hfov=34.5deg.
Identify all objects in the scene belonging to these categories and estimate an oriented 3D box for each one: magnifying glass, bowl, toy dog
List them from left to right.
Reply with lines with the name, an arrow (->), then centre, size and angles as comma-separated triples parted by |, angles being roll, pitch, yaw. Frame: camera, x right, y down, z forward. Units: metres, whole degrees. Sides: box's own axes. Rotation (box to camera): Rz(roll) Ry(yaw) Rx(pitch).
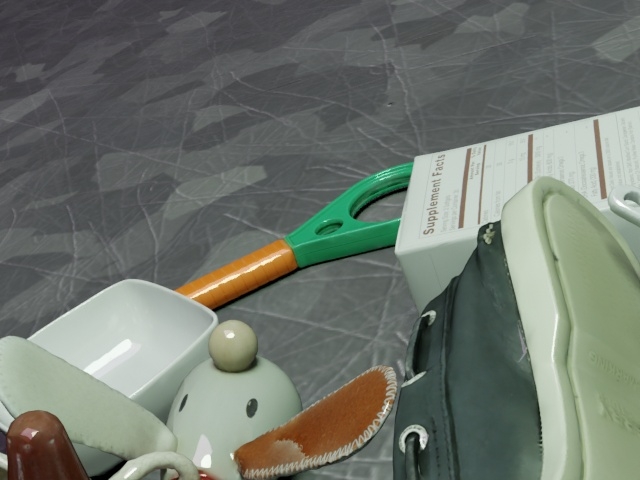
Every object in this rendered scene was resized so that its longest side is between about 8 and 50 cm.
bowl -> -0.137, 0.092, 0.662 | 0.142, 0.053, 0.142 | -36, 30, -27
toy dog -> -0.073, 0.096, 0.413 | 0.220, 0.161, 0.334 | -2, 17, -13
magnifying glass -> 0.000, 0.000, 0.768 | 0.231, 0.026, 0.092 | -24, 27, -9

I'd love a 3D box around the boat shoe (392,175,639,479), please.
boat shoe -> 0.074, 0.120, 0.389 | 0.113, 0.127, 0.340 | -38, 33, 34

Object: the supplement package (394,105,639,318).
supplement package -> 0.144, 0.002, 0.562 | 0.179, 0.105, 0.105 | -12, 30, 19

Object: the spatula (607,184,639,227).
spatula -> 0.261, 0.004, 0.444 | 0.242, 0.019, 0.168 | 32, 58, 21
